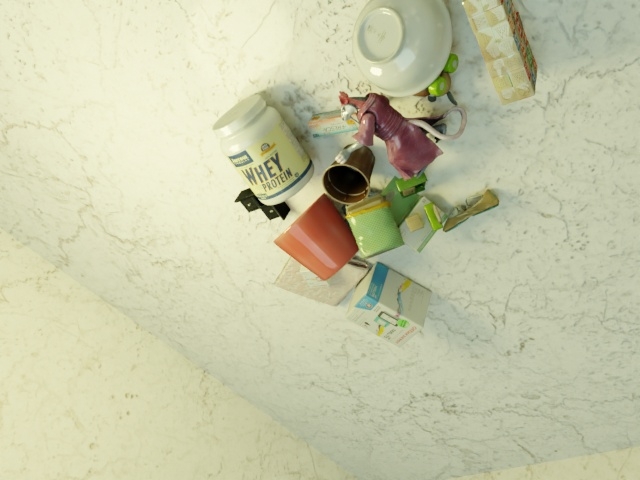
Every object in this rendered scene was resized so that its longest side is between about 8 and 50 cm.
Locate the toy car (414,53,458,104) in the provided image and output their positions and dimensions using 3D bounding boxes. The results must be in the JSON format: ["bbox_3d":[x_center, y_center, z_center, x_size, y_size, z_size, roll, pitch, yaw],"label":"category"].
[{"bbox_3d":[0.327,-0.452,1.619,0.155,0.149,0.188,24,171,37],"label":"toy car"}]

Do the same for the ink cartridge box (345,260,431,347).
[{"bbox_3d":[0.281,0.265,2.278,0.270,0.197,0.198,29,137,-5],"label":"ink cartridge box"}]

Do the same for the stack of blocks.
[{"bbox_3d":[0.474,-0.530,1.442,0.087,0.171,0.297,-13,124,33],"label":"stack of blocks"}]

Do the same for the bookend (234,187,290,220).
[{"bbox_3d":[-0.232,-0.141,2.208,0.157,0.072,0.156,-15,124,35],"label":"bookend"}]

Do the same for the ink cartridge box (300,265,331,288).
[{"bbox_3d":[-0.018,0.139,2.266,0.088,0.052,0.122,-9,139,22],"label":"ink cartridge box"}]

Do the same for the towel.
[{"bbox_3d":[-0.002,0.150,2.358,0.317,0.053,0.332,20,141,-12],"label":"towel"}]

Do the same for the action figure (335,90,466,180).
[{"bbox_3d":[0.209,-0.341,1.665,0.370,0.248,0.275,29,150,-23],"label":"action figure"}]

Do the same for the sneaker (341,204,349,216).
[{"bbox_3d":[0.106,-0.100,2.042,0.035,0.031,0.083,2,129,41],"label":"sneaker"}]

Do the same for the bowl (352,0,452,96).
[{"bbox_3d":[0.192,-0.541,1.483,0.298,0.134,0.298,8,103,36],"label":"bowl"}]

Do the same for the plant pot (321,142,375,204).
[{"bbox_3d":[0.107,-0.238,1.894,0.167,0.165,0.167,12,135,12],"label":"plant pot"}]

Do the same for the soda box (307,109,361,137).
[{"bbox_3d":[0.054,-0.395,1.844,0.183,0.058,0.063,-3,130,28],"label":"soda box"}]

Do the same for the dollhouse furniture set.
[{"bbox_3d":[0.239,-0.078,1.864,0.301,0.151,0.198,-22,83,7],"label":"dollhouse furniture set"}]

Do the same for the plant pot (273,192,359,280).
[{"bbox_3d":[0.000,0.000,2.061,0.243,0.275,0.275,47,134,-3],"label":"plant pot"}]

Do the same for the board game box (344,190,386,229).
[{"bbox_3d":[0.190,-0.110,2.057,0.194,0.060,0.194,11,135,13],"label":"board game box"}]

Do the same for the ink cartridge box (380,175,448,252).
[{"bbox_3d":[0.308,-0.092,1.957,0.235,0.056,0.171,37,92,-14],"label":"ink cartridge box"}]

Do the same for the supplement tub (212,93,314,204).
[{"bbox_3d":[-0.196,-0.311,1.908,0.235,0.235,0.325,-16,124,35],"label":"supplement tub"}]

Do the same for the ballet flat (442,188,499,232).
[{"bbox_3d":[0.509,-0.106,1.921,0.232,0.080,0.073,-32,91,37],"label":"ballet flat"}]
